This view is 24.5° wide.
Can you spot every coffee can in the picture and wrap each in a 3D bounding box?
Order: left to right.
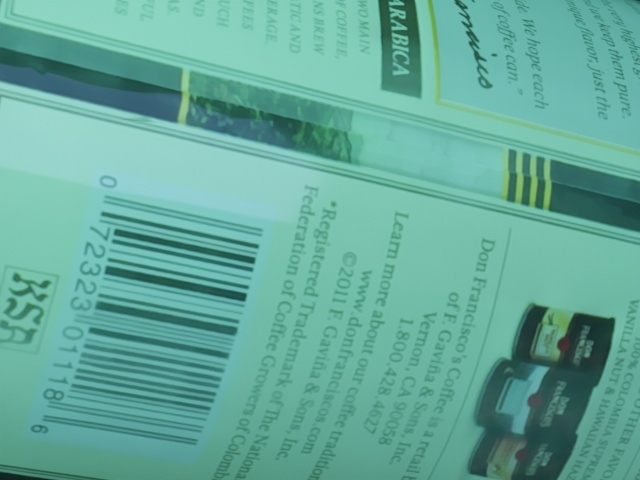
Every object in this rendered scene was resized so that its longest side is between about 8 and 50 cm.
[{"bbox_3d":[0.000,0.000,0.455,0.275,0.201,0.201,12,71,-20],"label":"coffee can"}]
